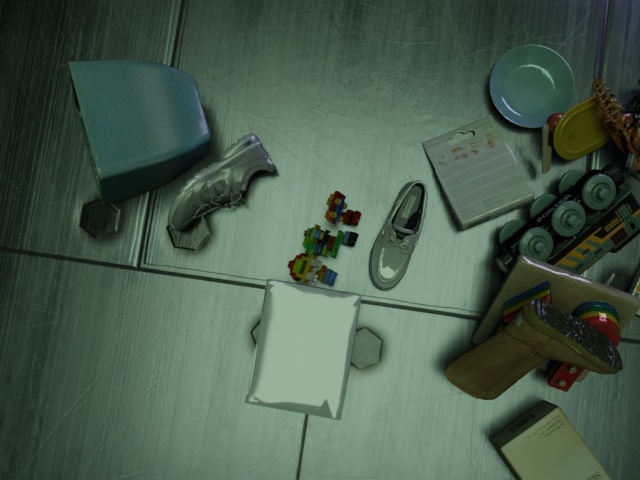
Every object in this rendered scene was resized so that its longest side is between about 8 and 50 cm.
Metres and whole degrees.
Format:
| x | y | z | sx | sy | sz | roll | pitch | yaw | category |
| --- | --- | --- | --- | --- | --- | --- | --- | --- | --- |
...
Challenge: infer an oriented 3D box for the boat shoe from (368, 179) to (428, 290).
| x | y | z | sx | sy | sz | roll | pitch | yaw | category |
| --- | --- | --- | --- | --- | --- | --- | --- | --- | --- |
| 0.173 | -0.015 | 1.515 | 0.095 | 0.084 | 0.258 | 16 | 85 | 2 | boat shoe |

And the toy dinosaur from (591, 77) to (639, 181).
| x | y | z | sx | sy | sz | roll | pitch | yaw | category |
| --- | --- | --- | --- | --- | --- | --- | --- | --- | --- |
| 0.717 | -0.249 | 1.478 | 0.321 | 0.164 | 0.219 | 32 | 92 | -40 | toy dinosaur |

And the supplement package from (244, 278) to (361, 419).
| x | y | z | sx | sy | sz | roll | pitch | yaw | category |
| --- | --- | --- | --- | --- | --- | --- | --- | --- | --- |
| -0.033 | 0.229 | 1.465 | 0.203 | 0.145 | 0.262 | 10 | 85 | 2 | supplement package |

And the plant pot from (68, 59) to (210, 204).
| x | y | z | sx | sy | sz | roll | pitch | yaw | category |
| --- | --- | --- | --- | --- | --- | --- | --- | --- | --- |
| -0.381 | -0.246 | 1.475 | 0.252 | 0.248 | 0.247 | -15 | 84 | -19 | plant pot |

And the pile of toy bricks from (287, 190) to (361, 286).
| x | y | z | sx | sy | sz | roll | pitch | yaw | category |
| --- | --- | --- | --- | --- | --- | --- | --- | --- | --- |
| 0.000 | 0.000 | 1.515 | 0.105 | 0.118 | 0.213 | 11 | 77 | 40 | pile of toy bricks |

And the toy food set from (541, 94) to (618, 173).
| x | y | z | sx | sy | sz | roll | pitch | yaw | category |
| --- | --- | --- | --- | --- | --- | --- | --- | --- | --- |
| 0.562 | -0.254 | 1.532 | 0.217 | 0.071 | 0.128 | -26 | 122 | -11 | toy food set |

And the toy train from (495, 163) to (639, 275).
| x | y | z | sx | sy | sz | roll | pitch | yaw | category |
| --- | --- | --- | --- | --- | --- | --- | --- | --- | --- |
| 0.542 | -0.014 | 1.480 | 0.334 | 0.142 | 0.190 | -40 | 106 | -1 | toy train |

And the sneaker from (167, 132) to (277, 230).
| x | y | z | sx | sy | sz | roll | pitch | yaw | category |
| --- | --- | --- | --- | --- | --- | --- | --- | --- | --- |
| -0.219 | -0.113 | 1.519 | 0.281 | 0.105 | 0.115 | -43 | 85 | -4 | sneaker |

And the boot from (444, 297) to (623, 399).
| x | y | z | sx | sy | sz | roll | pitch | yaw | category |
| --- | --- | --- | --- | --- | --- | --- | --- | --- | --- |
| 0.422 | 0.246 | 1.369 | 0.236 | 0.270 | 0.089 | 33 | 41 | -4 | boot |

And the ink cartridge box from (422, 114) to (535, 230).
| x | y | z | sx | sy | sz | roll | pitch | yaw | category |
| --- | --- | --- | --- | --- | --- | --- | --- | --- | --- |
| 0.356 | -0.154 | 1.554 | 0.180 | 0.056 | 0.225 | -22 | 66 | -1 | ink cartridge box |

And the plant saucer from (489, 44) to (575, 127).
| x | y | z | sx | sy | sz | roll | pitch | yaw | category |
| --- | --- | --- | --- | --- | --- | --- | --- | --- | --- |
| 0.482 | -0.350 | 1.566 | 0.194 | 0.037 | 0.195 | 0 | 85 | 1 | plant saucer |

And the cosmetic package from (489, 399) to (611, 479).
| x | y | z | sx | sy | sz | roll | pitch | yaw | category |
| --- | --- | --- | --- | --- | --- | --- | --- | --- | --- |
| 0.520 | 0.517 | 1.448 | 0.160 | 0.113 | 0.310 | -36 | 84 | -2 | cosmetic package |

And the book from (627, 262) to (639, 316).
| x | y | z | sx | sy | sz | roll | pitch | yaw | category |
| --- | --- | --- | --- | --- | --- | --- | --- | --- | --- |
| 0.748 | 0.107 | 1.523 | 0.096 | 0.035 | 0.144 | 25 | 86 | 0 | book |

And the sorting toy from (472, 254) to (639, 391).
| x | y | z | sx | sy | sz | roll | pitch | yaw | category |
| --- | --- | --- | --- | --- | --- | --- | --- | --- | --- |
| 0.479 | 0.189 | 1.414 | 0.257 | 0.089 | 0.256 | 20 | 129 | 3 | sorting toy |
